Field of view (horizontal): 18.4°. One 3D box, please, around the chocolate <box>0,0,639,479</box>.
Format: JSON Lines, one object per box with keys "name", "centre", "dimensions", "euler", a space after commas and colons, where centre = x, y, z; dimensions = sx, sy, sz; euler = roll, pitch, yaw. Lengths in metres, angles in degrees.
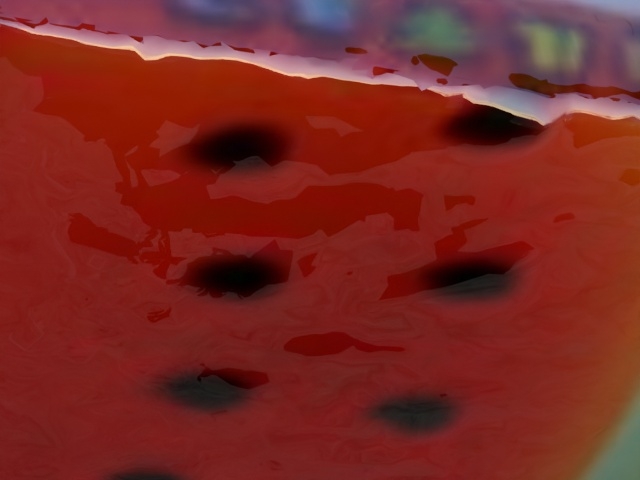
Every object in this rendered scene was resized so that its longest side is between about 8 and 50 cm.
{"name": "chocolate", "centre": [0.000, 0.000, 0.682], "dimensions": [0.341, 0.360, 0.161], "euler": [6, 47, -16]}
